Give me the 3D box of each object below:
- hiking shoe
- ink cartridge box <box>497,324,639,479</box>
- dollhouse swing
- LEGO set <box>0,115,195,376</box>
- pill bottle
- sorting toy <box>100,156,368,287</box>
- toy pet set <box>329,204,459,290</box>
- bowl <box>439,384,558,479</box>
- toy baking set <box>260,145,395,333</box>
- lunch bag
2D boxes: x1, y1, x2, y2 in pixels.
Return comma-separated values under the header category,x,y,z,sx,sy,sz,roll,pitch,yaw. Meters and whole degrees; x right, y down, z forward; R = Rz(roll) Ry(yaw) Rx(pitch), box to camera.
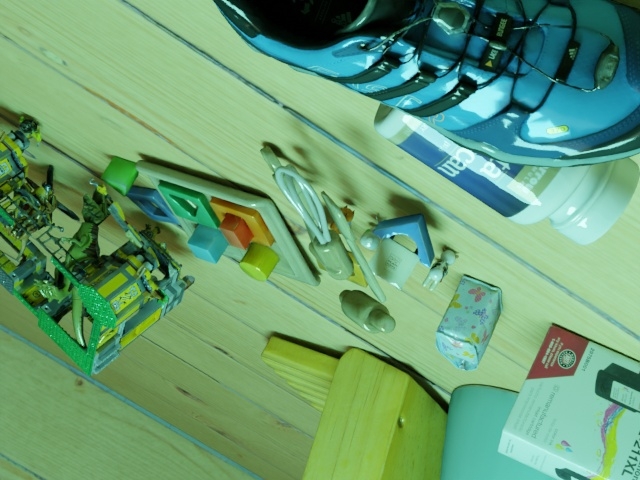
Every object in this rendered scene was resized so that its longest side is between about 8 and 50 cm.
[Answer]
category,x,y,z,sx,sy,sz,roll,pitch,yaw
hiking shoe,0.065,-0.114,0.743,0.304,0.113,0.132,15,-175,18
ink cartridge box,0.281,0.180,1.256,0.175,0.127,0.072,23,158,14
dollhouse swing,0.050,0.334,1.783,0.305,0.315,0.347,-1,148,34
LEGO set,-0.283,-0.013,1.560,0.331,0.192,0.255,38,147,18
pill bottle,0.130,-0.069,0.873,0.169,0.094,0.094,32,161,-10
sorting toy,-0.107,-0.008,1.448,0.347,0.047,0.196,18,158,30
toy pet set,0.074,-0.006,1.211,0.122,0.065,0.114,31,-164,3
bowl,0.271,0.327,1.600,0.311,0.163,0.311,26,160,10
toy baking set,0.003,0.005,1.189,0.197,0.030,0.256,57,174,-17
lunch bag,0.149,0.086,1.287,0.053,0.071,0.083,20,160,21
